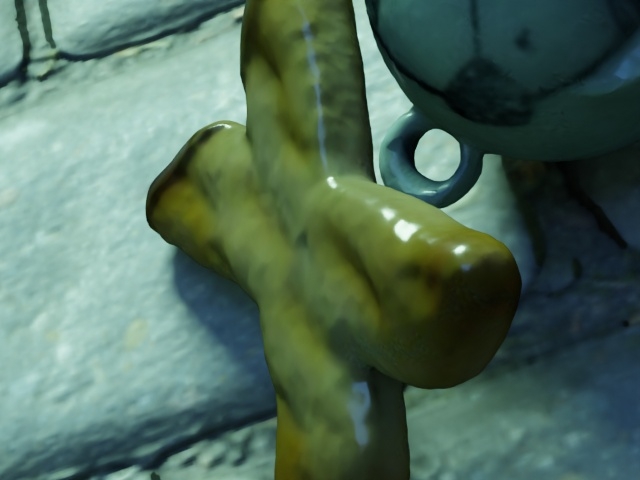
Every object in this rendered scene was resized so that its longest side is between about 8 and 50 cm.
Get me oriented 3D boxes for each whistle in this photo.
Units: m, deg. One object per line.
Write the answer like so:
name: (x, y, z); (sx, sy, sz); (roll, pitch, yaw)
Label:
whistle: (0.113, -0.133, 0.778); (0.163, 0.163, 0.289); (39, 99, 36)

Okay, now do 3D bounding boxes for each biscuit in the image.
biscuit: (0.000, 0.001, 0.756); (0.047, 0.164, 0.208); (2, 43, -30)
